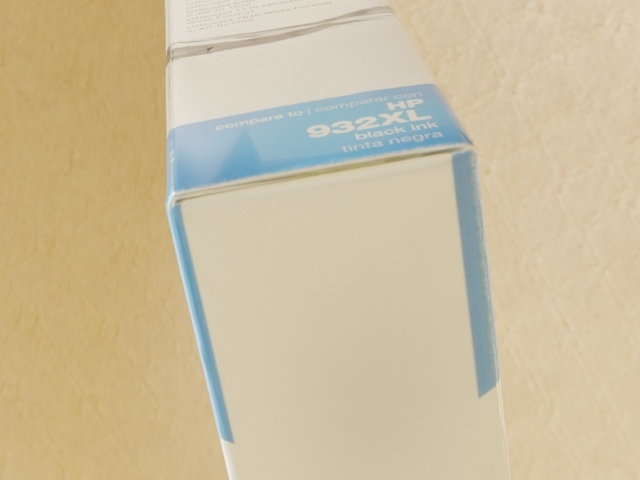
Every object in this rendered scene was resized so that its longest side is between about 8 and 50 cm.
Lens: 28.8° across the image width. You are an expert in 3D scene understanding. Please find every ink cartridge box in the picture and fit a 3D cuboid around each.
[{"bbox_3d":[0.000,0.000,0.662,0.129,0.307,0.223,-12,117,-1],"label":"ink cartridge box"}]
